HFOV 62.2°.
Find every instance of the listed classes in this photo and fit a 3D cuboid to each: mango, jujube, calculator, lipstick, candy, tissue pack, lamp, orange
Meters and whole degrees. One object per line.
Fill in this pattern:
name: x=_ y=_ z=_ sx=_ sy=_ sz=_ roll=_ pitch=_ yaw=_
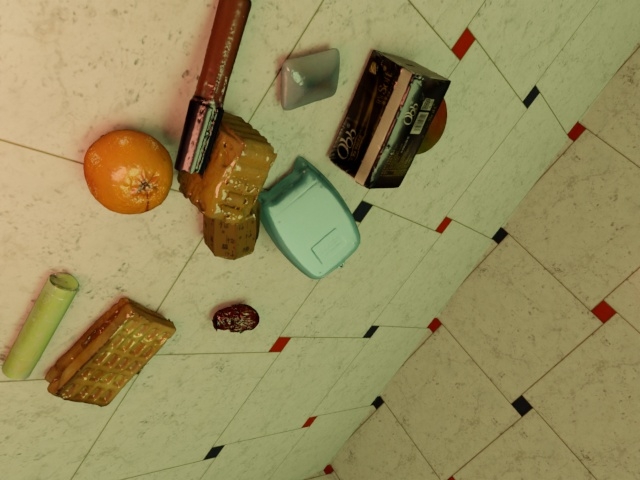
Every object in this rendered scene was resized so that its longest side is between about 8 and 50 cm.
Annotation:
mango: x=0.351 y=-0.395 z=1.775 sx=0.146 sy=0.129 sz=0.289 roll=-43 pitch=156 yaw=-7
jujube: x=-0.285 y=0.260 z=1.799 sx=0.166 sy=0.104 sz=0.104 roll=10 pitch=118 yaw=-43
calculator: x=-0.025 y=-0.048 z=1.639 sx=0.256 sy=0.054 sz=0.386 roll=-40 pitch=120 yaw=-8
lipstick: x=-0.230 y=-0.345 z=1.148 sx=0.077 sy=0.077 sz=0.418 roll=6 pitch=106 yaw=-51
candy: x=-0.025 y=-0.417 z=1.376 sx=0.174 sy=0.071 sz=0.138 roll=-26 pitch=142 yaw=-29
tissue pack: x=0.206 y=-0.356 z=1.583 sx=0.210 sy=0.198 sz=0.370 roll=-4 pitch=129 yaw=-43
lipstick: x=-0.694 y=0.212 z=1.313 sx=0.076 sy=0.076 sz=0.304 roll=14 pitch=116 yaw=-53
lamp: x=-0.244 y=-0.047 z=1.463 sx=0.161 sy=0.161 sz=0.185 roll=-21 pitch=137 yaw=-33
orange: x=-0.413 y=-0.145 z=1.158 sx=0.193 sy=0.161 sz=0.193 roll=-21 pitch=141 yaw=-18

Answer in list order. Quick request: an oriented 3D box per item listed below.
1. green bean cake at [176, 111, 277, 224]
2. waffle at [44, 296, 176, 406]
green bean cake: x=-0.232 y=-0.175 z=1.268 sx=0.131 sy=0.230 sz=0.224 roll=11 pitch=115 yaw=-45
waffle: x=-0.595 y=0.323 z=1.526 sx=0.327 sy=0.098 sz=0.224 roll=-47 pitch=149 yaw=-1
